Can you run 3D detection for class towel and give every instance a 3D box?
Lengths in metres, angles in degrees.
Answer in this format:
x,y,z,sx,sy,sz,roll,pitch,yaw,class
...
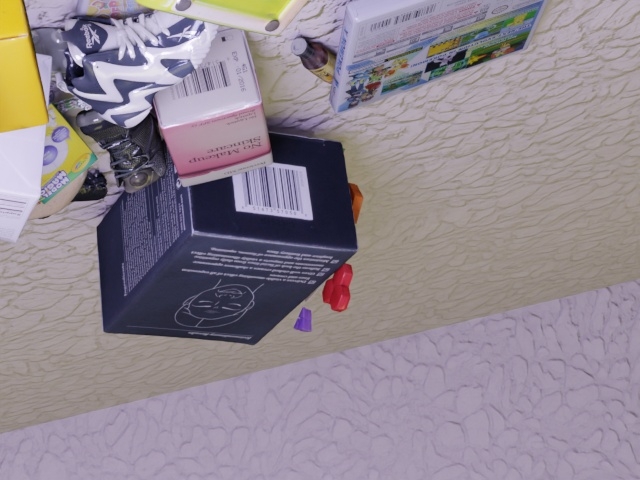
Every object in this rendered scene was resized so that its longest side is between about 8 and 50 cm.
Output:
x,y,z,sx,sy,sz,roll,pitch,yaw,class
-0.301,-0.198,2.003,0.113,0.023,0.152,-18,-172,-24,towel

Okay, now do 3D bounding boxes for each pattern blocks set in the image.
x,y,z,sx,sy,sz,roll,pitch,yaw,class
0.000,0.000,2.482,0.026,0.324,0.285,16,155,-23,pattern blocks set

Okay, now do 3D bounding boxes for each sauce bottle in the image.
x,y,z,sx,sy,sz,roll,pitch,yaw,class
-0.006,-0.265,2.130,0.042,0.042,0.128,-23,159,21,sauce bottle

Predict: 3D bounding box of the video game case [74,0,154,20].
x,y,z,sx,sy,sz,roll,pitch,yaw,class
-0.193,-0.331,1.815,0.206,0.026,0.227,-8,161,-20,video game case

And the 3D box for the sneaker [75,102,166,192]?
x,y,z,sx,sy,sz,roll,pitch,yaw,class
-0.274,-0.137,2.062,0.087,0.130,0.227,-15,179,8,sneaker

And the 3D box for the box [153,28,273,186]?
x,y,z,sx,sy,sz,roll,pitch,yaw,class
-0.158,-0.188,2.098,0.149,0.126,0.232,-15,161,-2,box

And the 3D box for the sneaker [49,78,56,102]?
x,y,z,sx,sy,sz,roll,pitch,yaw,class
-0.367,-0.219,1.984,0.069,0.038,0.098,-18,162,10,sneaker

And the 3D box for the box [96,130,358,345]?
x,y,z,sx,sy,sz,roll,pitch,yaw,class
-0.165,-0.003,2.412,0.293,0.212,0.395,7,150,-28,box

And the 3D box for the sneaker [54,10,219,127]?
x,y,z,sx,sy,sz,roll,pitch,yaw,class
-0.241,-0.251,1.815,0.153,0.094,0.235,19,133,-42,sneaker

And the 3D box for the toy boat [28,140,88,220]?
x,y,z,sx,sy,sz,roll,pitch,yaw,class
-0.507,-0.077,2.166,0.267,0.148,0.318,-6,153,-40,toy boat

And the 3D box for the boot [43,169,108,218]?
x,y,z,sx,sy,sz,roll,pitch,yaw,class
-0.407,-0.074,2.372,0.099,0.045,0.121,-7,159,-30,boot

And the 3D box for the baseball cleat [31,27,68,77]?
x,y,z,sx,sy,sz,roll,pitch,yaw,class
-0.320,-0.234,1.927,0.206,0.072,0.109,-3,161,-27,baseball cleat

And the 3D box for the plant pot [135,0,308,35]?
x,y,z,sx,sy,sz,roll,pitch,yaw,class
-0.092,-0.346,1.490,0.227,0.207,0.228,6,136,-46,plant pot

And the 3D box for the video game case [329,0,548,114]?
x,y,z,sx,sy,sz,roll,pitch,yaw,class
0.178,-0.307,2.097,0.329,0.036,0.300,-20,163,-12,video game case

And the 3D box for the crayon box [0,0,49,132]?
x,y,z,sx,sy,sz,roll,pitch,yaw,class
-0.343,-0.246,1.479,0.081,0.318,0.202,-12,162,-9,crayon box

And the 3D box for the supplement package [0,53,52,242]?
x,y,z,sx,sy,sz,roll,pitch,yaw,class
-0.481,-0.135,1.790,0.262,0.204,0.145,10,153,-20,supplement package

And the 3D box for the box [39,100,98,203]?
x,y,z,sx,sy,sz,roll,pitch,yaw,class
-0.384,-0.124,2.012,0.105,0.043,0.179,-41,147,-5,box
